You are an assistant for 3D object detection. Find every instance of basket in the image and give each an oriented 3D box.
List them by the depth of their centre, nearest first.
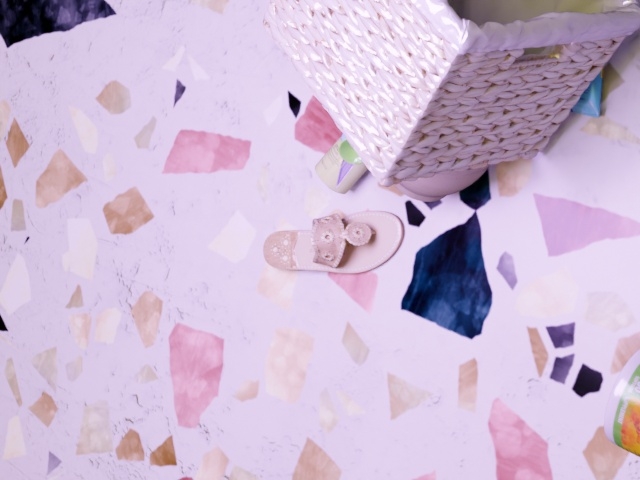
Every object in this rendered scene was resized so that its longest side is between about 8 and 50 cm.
[{"bbox_3d":[0.150,-0.283,1.814,0.331,0.328,0.266,55,136,25],"label":"basket"}]

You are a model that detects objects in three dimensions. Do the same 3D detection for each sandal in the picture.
[{"bbox_3d":[0.001,0.007,2.092,0.240,0.079,0.088,-8,83,36],"label":"sandal"}]

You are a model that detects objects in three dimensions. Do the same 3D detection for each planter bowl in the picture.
[{"bbox_3d":[0.150,-0.122,1.955,0.162,0.162,0.109,55,143,25],"label":"planter bowl"}]

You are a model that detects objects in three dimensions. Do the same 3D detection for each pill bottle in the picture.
[{"bbox_3d":[0.471,0.227,1.701,0.245,0.136,0.136,25,103,34],"label":"pill bottle"}]

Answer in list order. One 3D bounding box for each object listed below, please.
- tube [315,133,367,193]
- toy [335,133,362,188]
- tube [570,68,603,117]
[{"bbox_3d":[0.087,-0.170,2.051,0.070,0.062,0.240,46,112,7],"label":"tube"},{"bbox_3d":[0.050,-0.192,1.977,0.137,0.056,0.237,-54,18,36],"label":"toy"},{"bbox_3d":[0.341,-0.268,1.878,0.080,0.052,0.207,17,104,45],"label":"tube"}]
